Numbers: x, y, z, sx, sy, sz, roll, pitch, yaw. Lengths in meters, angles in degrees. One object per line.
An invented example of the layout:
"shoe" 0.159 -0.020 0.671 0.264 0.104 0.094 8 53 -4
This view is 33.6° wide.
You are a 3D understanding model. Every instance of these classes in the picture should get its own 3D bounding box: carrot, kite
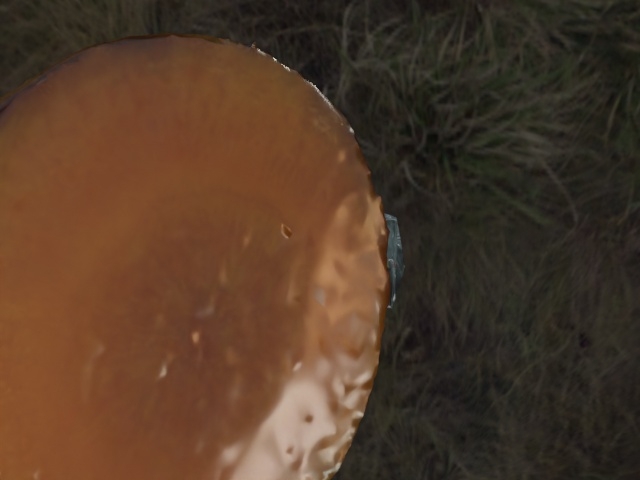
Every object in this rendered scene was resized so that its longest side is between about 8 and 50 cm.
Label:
"carrot" -0.131 0.073 0.444 0.331 0.193 0.214 -20 58 45
"kite" 0.001 -0.001 1.365 0.245 0.015 0.141 18 123 25
